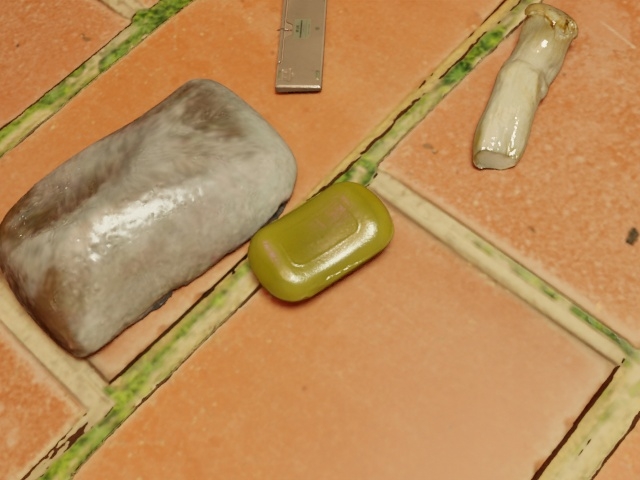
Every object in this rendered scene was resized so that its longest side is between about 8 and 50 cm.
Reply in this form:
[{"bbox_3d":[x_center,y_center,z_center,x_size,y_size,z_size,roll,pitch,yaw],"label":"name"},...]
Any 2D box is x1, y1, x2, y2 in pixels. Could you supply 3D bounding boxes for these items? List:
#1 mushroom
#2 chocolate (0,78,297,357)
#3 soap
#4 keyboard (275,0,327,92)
[{"bbox_3d":[0.206,-0.158,0.822,0.059,0.054,0.202,23,71,17],"label":"mushroom"},{"bbox_3d":[-0.173,-0.044,0.784,0.303,0.100,0.185,-38,60,-17],"label":"chocolate"},{"bbox_3d":[0.000,0.001,0.761,0.140,0.045,0.089,-32,59,-9],"label":"soap"},{"bbox_3d":[-0.022,-0.234,0.911,0.055,0.017,0.166,2,62,3],"label":"keyboard"}]
